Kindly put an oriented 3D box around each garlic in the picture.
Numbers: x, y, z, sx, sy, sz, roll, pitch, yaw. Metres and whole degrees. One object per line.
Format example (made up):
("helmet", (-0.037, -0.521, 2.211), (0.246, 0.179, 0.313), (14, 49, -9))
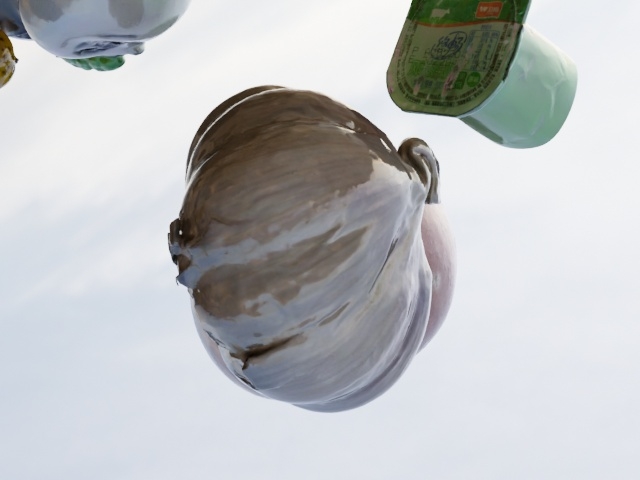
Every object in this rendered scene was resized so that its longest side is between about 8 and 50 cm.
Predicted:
("garlic", (-0.015, 0.006, 1.729), (0.241, 0.322, 0.322), (6, -152, 8))

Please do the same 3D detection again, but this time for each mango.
("mango", (-0.347, -0.182, 1.833), (0.114, 0.057, 0.079), (20, -118, 19))

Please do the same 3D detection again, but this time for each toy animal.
("toy animal", (-0.248, -0.279, 1.959), (0.267, 0.212, 0.212), (28, -121, 35))

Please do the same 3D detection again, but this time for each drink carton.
("drink carton", (0.166, -0.160, 1.824), (0.146, 0.142, 0.144), (11, -103, 42))

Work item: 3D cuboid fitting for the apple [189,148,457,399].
("apple", (-0.003, 0.030, 2.309), (0.348, 0.277, 0.348), (-19, -157, 9))
